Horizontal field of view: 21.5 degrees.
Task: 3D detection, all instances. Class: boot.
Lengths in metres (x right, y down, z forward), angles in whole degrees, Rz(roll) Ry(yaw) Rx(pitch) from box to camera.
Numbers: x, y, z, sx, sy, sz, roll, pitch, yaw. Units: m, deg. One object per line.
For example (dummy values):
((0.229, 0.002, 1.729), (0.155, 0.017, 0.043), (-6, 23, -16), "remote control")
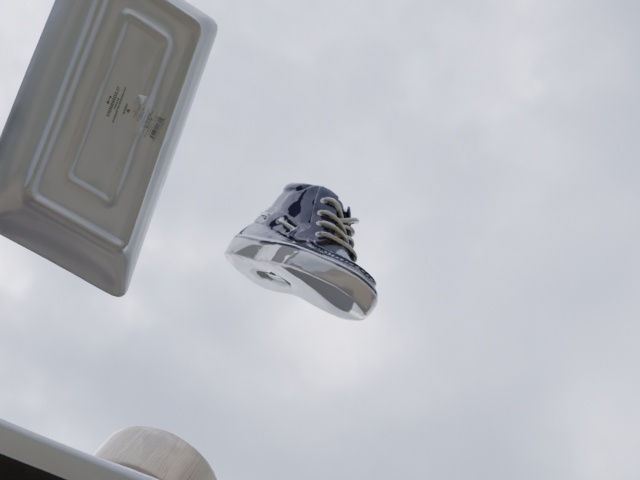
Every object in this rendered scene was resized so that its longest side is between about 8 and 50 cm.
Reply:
((0.000, 0.000, 1.279), (0.086, 0.190, 0.069), (-51, -59, -13), "boot")

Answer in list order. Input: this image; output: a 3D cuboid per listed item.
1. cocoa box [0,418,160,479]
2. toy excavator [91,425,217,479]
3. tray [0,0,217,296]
((-0.165, 0.243, 0.953), (0.347, 0.228, 0.231), (28, -110, -31), "cocoa box")
((-0.203, 0.446, 1.646), (0.433, 0.222, 0.445), (-30, -79, 25), "toy excavator")
((-0.167, -0.103, 1.335), (0.145, 0.270, 0.030), (32, -29, -30), "tray")
